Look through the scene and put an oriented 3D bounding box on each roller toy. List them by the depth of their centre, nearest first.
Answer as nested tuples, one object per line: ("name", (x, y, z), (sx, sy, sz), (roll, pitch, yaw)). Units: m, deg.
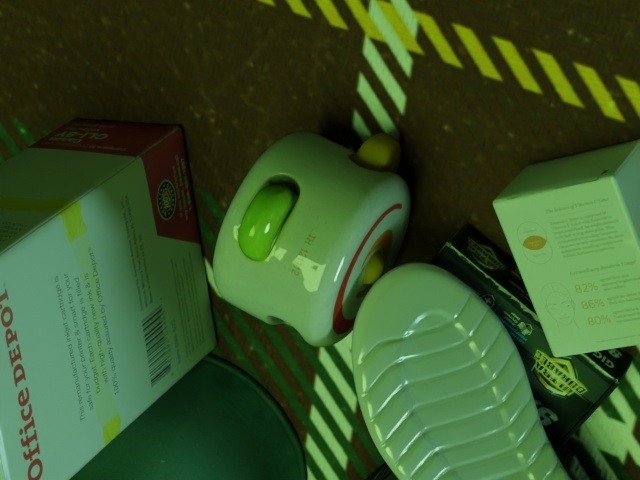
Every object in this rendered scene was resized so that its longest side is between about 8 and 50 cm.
("roller toy", (0.000, 0.000, 1.692), (0.146, 0.209, 0.191), (27, 136, 17))

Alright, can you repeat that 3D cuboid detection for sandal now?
("sandal", (0.151, 0.217, 1.702), (0.416, 0.169, 0.102), (61, 168, -7))

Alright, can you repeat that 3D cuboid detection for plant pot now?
("plant pot", (-0.193, 0.301, 1.925), (0.271, 0.255, 0.272), (14, 122, 24))

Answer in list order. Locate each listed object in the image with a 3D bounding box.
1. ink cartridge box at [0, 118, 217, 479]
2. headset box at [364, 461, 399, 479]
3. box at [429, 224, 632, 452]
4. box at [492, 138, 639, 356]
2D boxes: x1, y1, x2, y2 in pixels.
("ink cartridge box", (-0.288, 0.071, 1.775), (0.160, 0.384, 0.279), (8, 118, 27))
("headset box", (0.114, 0.355, 1.863), (0.218, 0.110, 0.293), (45, 128, 1))
("box", (0.180, 0.115, 1.734), (0.220, 0.051, 0.175), (40, 128, 6))
("box", (0.262, 0.008, 1.602), (0.130, 0.091, 0.170), (-12, 108, 35))
